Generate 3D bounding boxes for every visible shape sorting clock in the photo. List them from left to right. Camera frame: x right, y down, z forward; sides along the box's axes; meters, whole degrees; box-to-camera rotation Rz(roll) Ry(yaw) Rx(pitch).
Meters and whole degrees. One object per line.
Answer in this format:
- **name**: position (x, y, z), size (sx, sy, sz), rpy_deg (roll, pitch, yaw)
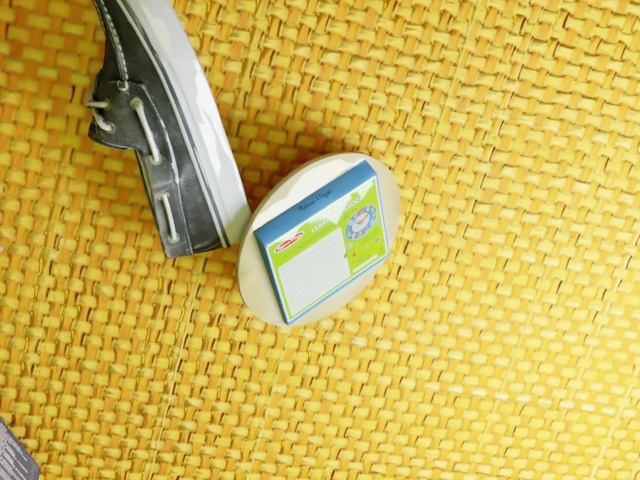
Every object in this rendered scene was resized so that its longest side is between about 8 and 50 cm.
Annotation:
- **shape sorting clock**: position (0.000, 0.000, 0.987), size (0.206, 0.040, 0.206), rpy_deg (-26, 137, -26)

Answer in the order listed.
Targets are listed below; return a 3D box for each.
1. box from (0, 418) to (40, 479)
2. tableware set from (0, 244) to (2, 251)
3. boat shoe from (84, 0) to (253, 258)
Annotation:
- **box**: position (-0.527, 0.188, 0.940), size (0.318, 0.097, 0.395), rpy_deg (-27, 116, 6)
- **tableware set**: position (-0.402, 0.050, 0.957), size (0.141, 0.020, 0.168), rpy_deg (11, 114, -13)
- **boat shoe**: position (-0.161, -0.118, 0.884), size (0.119, 0.121, 0.335), rpy_deg (-24, 118, -7)
